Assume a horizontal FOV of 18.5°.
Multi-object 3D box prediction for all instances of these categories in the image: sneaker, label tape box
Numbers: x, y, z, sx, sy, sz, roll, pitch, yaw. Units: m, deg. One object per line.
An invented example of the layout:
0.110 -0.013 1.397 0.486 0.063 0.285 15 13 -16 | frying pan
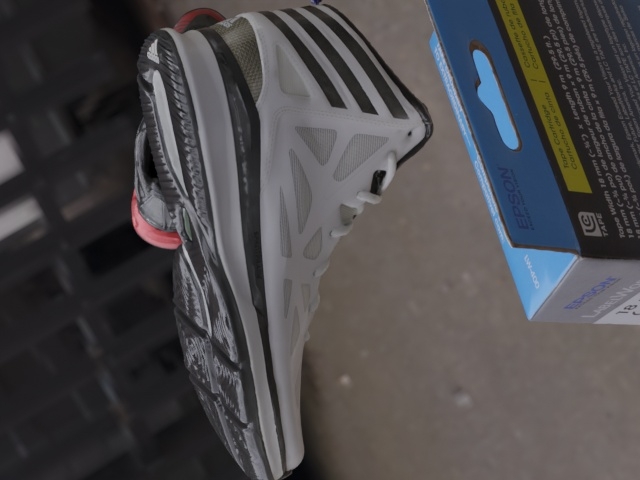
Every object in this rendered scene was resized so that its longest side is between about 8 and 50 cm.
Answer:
0.000 0.000 1.786 0.169 0.257 0.447 -143 41 -59 | sneaker
-0.138 -0.134 2.090 0.135 0.098 0.276 105 176 -70 | sneaker
0.183 -0.068 1.429 0.106 0.334 0.240 -38 60 41 | label tape box

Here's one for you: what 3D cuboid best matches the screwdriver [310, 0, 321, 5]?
-0.002 -0.209 1.850 0.025 0.024 0.170 -79 -18 -76 | screwdriver
